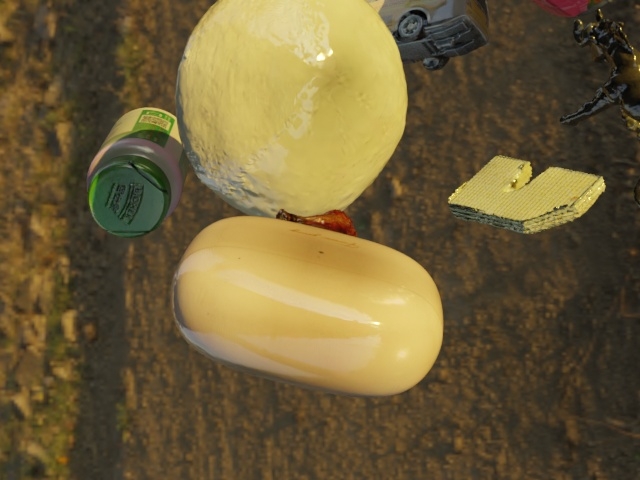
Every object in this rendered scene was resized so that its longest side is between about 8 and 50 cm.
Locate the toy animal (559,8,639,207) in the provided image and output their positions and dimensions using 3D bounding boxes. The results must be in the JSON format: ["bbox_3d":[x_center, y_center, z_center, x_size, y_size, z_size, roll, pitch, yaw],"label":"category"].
[{"bbox_3d":[0.349,-0.149,1.132,0.232,0.085,0.148,56,162,32],"label":"toy animal"}]

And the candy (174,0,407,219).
[{"bbox_3d":[-0.027,-0.161,1.157,0.185,0.296,0.295,-169,85,-65],"label":"candy"}]

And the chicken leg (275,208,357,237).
[{"bbox_3d":[0.004,-0.002,1.000,0.062,0.145,0.037,-27,58,7],"label":"chicken leg"}]

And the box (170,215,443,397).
[{"bbox_3d":[-0.009,0.046,0.753,0.146,0.200,0.088,-76,-1,-65],"label":"box"}]

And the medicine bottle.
[{"bbox_3d":[-0.257,-0.097,1.467,0.274,0.134,0.133,-100,27,-70],"label":"medicine bottle"}]

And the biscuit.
[{"bbox_3d":[0.346,-0.076,1.743,0.250,0.147,0.046,17,143,51],"label":"biscuit"}]

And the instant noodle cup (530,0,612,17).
[{"bbox_3d":[0.320,-0.414,1.363,0.302,0.182,0.258,-25,46,42],"label":"instant noodle cup"}]

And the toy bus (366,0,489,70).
[{"bbox_3d":[0.089,-0.324,1.568,0.343,0.097,0.138,-8,63,32],"label":"toy bus"}]
